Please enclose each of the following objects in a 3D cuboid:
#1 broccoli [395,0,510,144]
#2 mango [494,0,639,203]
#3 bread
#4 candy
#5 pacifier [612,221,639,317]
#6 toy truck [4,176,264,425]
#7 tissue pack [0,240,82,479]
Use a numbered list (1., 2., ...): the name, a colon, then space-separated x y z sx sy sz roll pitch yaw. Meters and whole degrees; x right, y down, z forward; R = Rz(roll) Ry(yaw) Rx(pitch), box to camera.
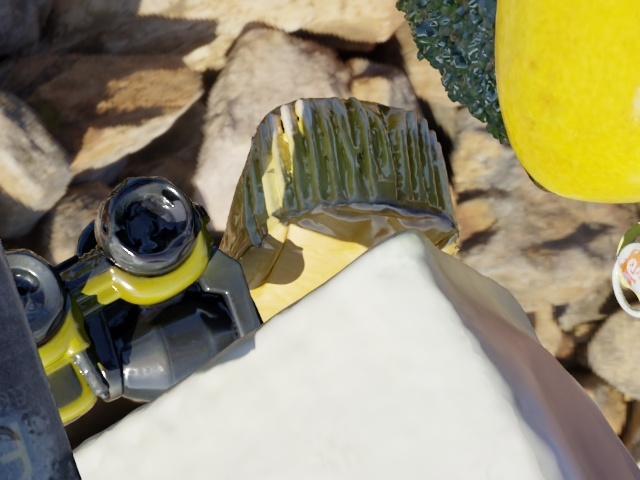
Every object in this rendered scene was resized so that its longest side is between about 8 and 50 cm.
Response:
1. broccoli: 0.204 -0.191 0.935 0.375 0.249 0.302 38 66 22
2. mango: 0.165 -0.164 0.517 0.173 0.211 0.317 -14 117 -50
3. bread: 0.000 0.000 1.102 0.204 0.288 0.156 6 49 -14
4. candy: -0.020 0.173 0.571 0.145 0.359 0.208 24 37 -54
5. pacifier: 0.263 0.026 0.939 0.064 0.083 0.068 3 126 -26
6. toy truck: -0.163 0.065 0.917 0.224 0.147 0.165 -30 88 -26
7. tissue pack: -0.138 0.070 0.404 0.112 0.051 0.156 -15 85 -57
